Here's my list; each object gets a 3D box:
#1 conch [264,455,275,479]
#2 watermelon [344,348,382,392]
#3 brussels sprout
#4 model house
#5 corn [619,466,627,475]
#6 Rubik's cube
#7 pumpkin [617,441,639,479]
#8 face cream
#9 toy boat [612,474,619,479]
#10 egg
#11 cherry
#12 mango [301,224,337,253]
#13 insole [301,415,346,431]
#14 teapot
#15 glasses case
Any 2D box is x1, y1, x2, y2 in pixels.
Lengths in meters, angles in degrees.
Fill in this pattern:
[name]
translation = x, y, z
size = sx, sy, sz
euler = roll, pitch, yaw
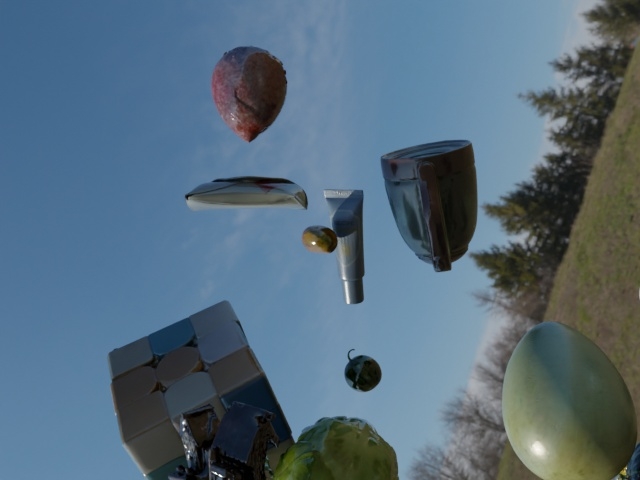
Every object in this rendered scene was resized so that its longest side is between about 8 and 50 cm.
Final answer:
[conch]
translation = -0.142, 0.433, 1.202
size = 0.095, 0.079, 0.201
euler = -60, 16, -4
[watermelon]
translation = 0.107, 0.349, 1.675
size = 0.109, 0.109, 0.109
euler = -45, -36, -46
[brussels sprout]
translation = 0.026, 0.524, 1.403
size = 0.328, 0.247, 0.328
euler = -28, -13, -7
[model house]
translation = -0.162, 0.343, 1.017
size = 0.141, 0.203, 0.164
euler = -19, -76, -57
[corn]
translation = 0.673, 0.478, 1.370
size = 0.067, 0.206, 0.067
euler = 4, -90, -73
[Rubik's cube]
translation = -0.291, 0.422, 1.584
size = 0.347, 0.344, 0.346
euler = -25, -56, -10
[pumpkin]
translation = 0.608, 0.447, 1.137
size = 0.202, 0.140, 0.202
euler = -37, -48, -56
[face cream]
translation = 0.091, 0.021, 2.058
size = 0.086, 0.136, 0.385
euler = -38, -54, -57
[toy boat]
translation = 0.846, 0.636, 1.757
size = 0.206, 0.096, 0.282
euler = -30, -29, -21
[egg]
translation = 0.430, 0.284, 1.126
size = 0.218, 0.218, 0.295
euler = 63, -162, -58
[cherry]
translation = -0.176, -0.365, 1.593
size = 0.192, 0.175, 0.249
euler = 9, -102, -37
[mango]
translation = -0.006, -0.002, 1.953
size = 0.165, 0.115, 0.089
euler = 0, -75, -74
[insole]
translation = 0.012, 0.475, 1.643
size = 0.193, 0.065, 0.006
euler = 7, -104, -63
[teapot]
translation = 0.288, -0.075, 1.595
size = 0.315, 0.233, 0.312
euler = -56, -45, -70
[glasses case]
translation = -0.190, -0.120, 1.592
size = 0.128, 0.308, 0.083
euler = 38, -129, -83
